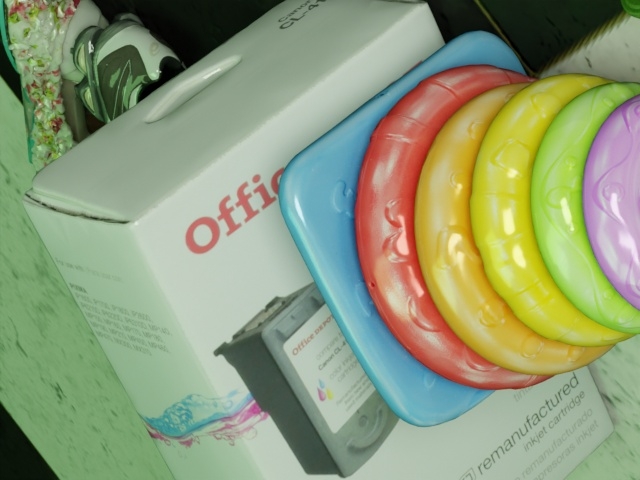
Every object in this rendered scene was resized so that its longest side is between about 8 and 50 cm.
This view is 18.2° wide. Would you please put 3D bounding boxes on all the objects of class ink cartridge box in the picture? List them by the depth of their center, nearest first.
[{"bbox_3d":[0.007,0.046,1.131,0.131,0.226,0.306,15,137,53],"label":"ink cartridge box"}]

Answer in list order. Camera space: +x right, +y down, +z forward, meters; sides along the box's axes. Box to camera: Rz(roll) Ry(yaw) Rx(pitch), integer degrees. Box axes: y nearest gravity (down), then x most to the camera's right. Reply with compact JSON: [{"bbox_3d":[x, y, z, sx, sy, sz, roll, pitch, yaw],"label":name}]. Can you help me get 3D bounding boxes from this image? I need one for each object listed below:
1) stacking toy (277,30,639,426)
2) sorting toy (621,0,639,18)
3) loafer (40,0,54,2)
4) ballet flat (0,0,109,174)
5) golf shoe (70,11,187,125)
[{"bbox_3d":[0.141,-0.016,0.911,0.302,0.175,0.165,-10,113,55],"label":"stacking toy"},{"bbox_3d":[0.156,-0.122,0.847,0.042,0.061,0.102,31,-158,-23],"label":"sorting toy"},{"bbox_3d":[-0.214,-0.248,1.282,0.251,0.087,0.094,44,155,16],"label":"loafer"},{"bbox_3d":[-0.174,-0.122,1.421,0.077,0.091,0.241,14,151,8],"label":"ballet flat"},{"bbox_3d":[-0.107,-0.058,1.371,0.094,0.077,0.198,25,146,44],"label":"golf shoe"}]
